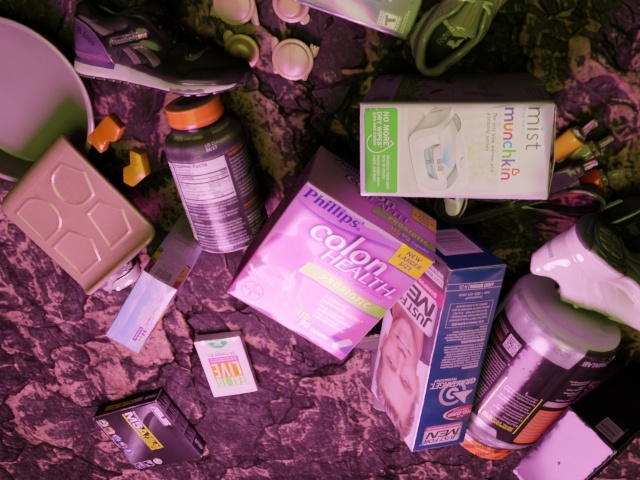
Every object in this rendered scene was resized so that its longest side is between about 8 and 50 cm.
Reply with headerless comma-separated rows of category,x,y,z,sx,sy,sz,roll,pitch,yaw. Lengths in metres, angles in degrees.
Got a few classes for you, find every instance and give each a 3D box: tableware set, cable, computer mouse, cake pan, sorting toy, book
tableware set,-0.083,-0.314,1.052,0.168,0.020,0.141,8,124,7
cable,0.329,-0.079,1.113,0.287,0.072,0.139,-21,115,34
computer mouse,0.517,-0.021,1.109,0.262,0.060,0.184,-34,128,31
cake pan,-0.505,-0.233,1.167,0.293,0.054,0.293,5,124,8
sorting toy,-0.383,-0.067,1.189,0.307,0.041,0.229,-36,100,28
book,-0.190,0.251,1.437,0.096,0.035,0.144,-8,119,12

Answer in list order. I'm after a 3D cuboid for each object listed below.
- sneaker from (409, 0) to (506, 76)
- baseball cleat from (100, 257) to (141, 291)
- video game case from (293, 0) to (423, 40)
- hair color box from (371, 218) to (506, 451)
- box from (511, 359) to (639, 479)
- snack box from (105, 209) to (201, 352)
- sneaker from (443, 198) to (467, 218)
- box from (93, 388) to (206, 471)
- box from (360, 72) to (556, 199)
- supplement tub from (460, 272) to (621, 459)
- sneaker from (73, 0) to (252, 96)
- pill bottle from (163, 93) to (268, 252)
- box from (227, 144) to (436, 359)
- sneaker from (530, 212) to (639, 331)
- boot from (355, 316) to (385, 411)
sneaker,0.211,-0.322,0.927,0.099,0.121,0.262,27,124,-8
baseball cleat,-0.373,0.015,1.306,0.109,0.072,0.206,21,128,-22
video game case,0.025,-0.411,0.954,0.274,0.026,0.196,18,118,-2
hair color box,0.185,0.157,1.172,0.105,0.174,0.347,-4,117,-20
box,0.477,0.334,1.219,0.103,0.261,0.184,44,128,30
snack box,-0.273,0.064,1.222,0.070,0.207,0.174,31,124,-10
sneaker,0.208,-0.088,1.103,0.040,0.043,0.109,5,96,29
box,-0.383,0.430,1.581,0.184,0.045,0.191,-17,118,24
box,0.181,-0.153,0.950,0.231,0.262,0.127,2,110,9
supplement tub,0.347,0.224,1.213,0.193,0.194,0.316,24,124,-5
sneaker,-0.240,-0.295,1.043,0.283,0.107,0.124,10,118,9
pill bottle,-0.172,-0.113,1.134,0.130,0.130,0.246,-5,121,14
box,0.017,0.024,1.060,0.213,0.117,0.243,32,122,-10
sneaker,0.449,0.067,1.101,0.297,0.111,0.129,37,138,-24
boot,0.103,0.238,1.350,0.189,0.076,0.209,1,129,9
